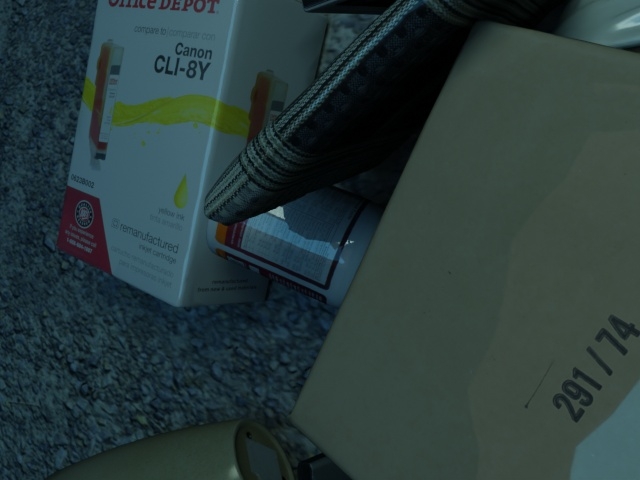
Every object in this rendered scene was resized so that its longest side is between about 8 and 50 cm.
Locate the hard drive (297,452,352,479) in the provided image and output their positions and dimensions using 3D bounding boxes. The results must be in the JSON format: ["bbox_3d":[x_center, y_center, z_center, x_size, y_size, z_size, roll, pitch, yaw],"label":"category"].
[{"bbox_3d":[0.026,0.269,0.672,0.022,0.135,0.094,-8,84,36],"label":"hard drive"}]

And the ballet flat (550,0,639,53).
[{"bbox_3d":[0.360,-0.173,0.454,0.400,0.139,0.139,4,91,38],"label":"ballet flat"}]

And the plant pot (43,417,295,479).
[{"bbox_3d":[-0.175,0.340,0.779,0.274,0.256,0.256,-34,68,13],"label":"plant pot"}]

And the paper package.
[{"bbox_3d":[0.178,0.065,0.404,0.309,0.168,0.325,32,102,39],"label":"paper package"}]

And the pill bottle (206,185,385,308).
[{"bbox_3d":[0.000,0.000,0.675,0.221,0.121,0.121,23,103,10],"label":"pill bottle"}]

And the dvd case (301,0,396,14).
[{"bbox_3d":[0.126,-0.260,0.591,0.239,0.179,0.029,-5,102,37],"label":"dvd case"}]

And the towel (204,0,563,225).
[{"bbox_3d":[0.077,-0.147,0.544,0.312,0.324,0.056,-41,84,28],"label":"towel"}]

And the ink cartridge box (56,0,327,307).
[{"bbox_3d":[-0.180,-0.138,0.827,0.279,0.160,0.384,19,99,36],"label":"ink cartridge box"}]
